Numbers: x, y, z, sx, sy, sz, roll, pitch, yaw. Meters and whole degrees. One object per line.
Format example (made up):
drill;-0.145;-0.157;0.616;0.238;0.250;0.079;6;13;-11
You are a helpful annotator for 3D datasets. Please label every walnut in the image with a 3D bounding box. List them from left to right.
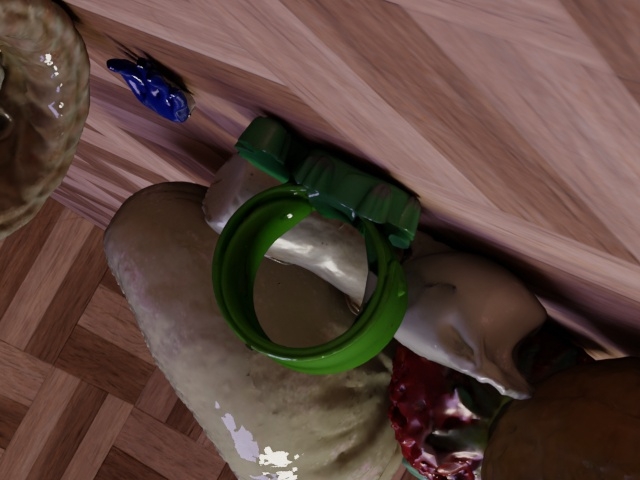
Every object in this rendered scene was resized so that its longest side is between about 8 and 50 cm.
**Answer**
walnut;0.249;0.202;1.246;0.257;0.224;0.257;-8;-169;1

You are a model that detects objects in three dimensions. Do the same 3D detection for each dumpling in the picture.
dumpling;0.117;0.061;1.256;0.150;0.092;0.176;35;171;-38

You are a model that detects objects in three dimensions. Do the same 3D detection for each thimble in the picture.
thimble;-0.279;-0.107;1.176;0.148;0.196;0.229;27;175;24

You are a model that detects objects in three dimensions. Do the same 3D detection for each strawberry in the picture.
strawberry;0.146;0.140;1.450;0.184;0.187;0.201;63;170;-2

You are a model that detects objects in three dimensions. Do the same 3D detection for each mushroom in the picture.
mushroom;0.004;0.000;1.352;0.223;0.081;0.092;30;156;-35

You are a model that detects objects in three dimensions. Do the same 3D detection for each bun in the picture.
bun;-0.043;0.084;1.554;0.365;0.219;0.365;59;176;7

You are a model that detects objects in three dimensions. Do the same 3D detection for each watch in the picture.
watch;-0.013;0.012;1.185;0.165;0.152;0.131;25;176;17

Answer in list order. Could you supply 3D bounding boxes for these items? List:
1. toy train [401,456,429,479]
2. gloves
toy train;0.064;0.183;2.207;0.442;0.179;0.272;29;180;-12
gloves;-0.125;-0.114;1.222;0.064;0.026;0.086;29;175;13
